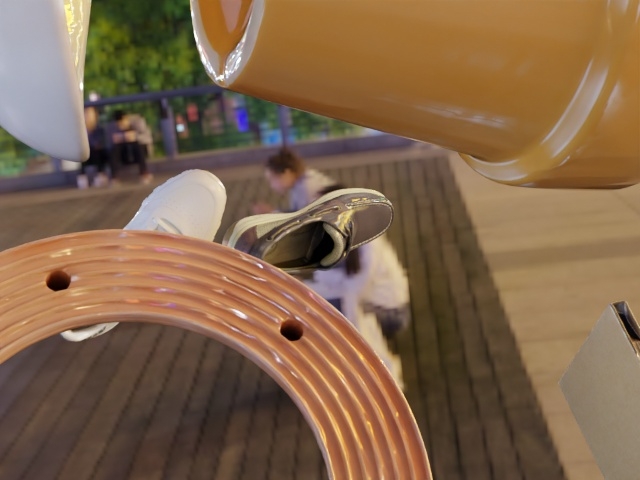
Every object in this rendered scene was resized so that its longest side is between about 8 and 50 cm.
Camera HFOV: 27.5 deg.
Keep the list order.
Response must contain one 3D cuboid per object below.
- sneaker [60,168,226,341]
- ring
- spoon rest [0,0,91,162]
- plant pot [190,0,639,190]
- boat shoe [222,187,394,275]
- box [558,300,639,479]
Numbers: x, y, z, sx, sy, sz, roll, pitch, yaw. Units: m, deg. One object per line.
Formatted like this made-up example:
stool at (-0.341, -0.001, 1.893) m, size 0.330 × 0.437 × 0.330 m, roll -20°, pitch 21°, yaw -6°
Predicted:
sneaker at (-0.189, 0.022, 1.403) m, size 0.235 × 0.090 × 0.095 m, roll -46°, pitch 7°, yaw 8°
ring at (-0.102, 0.143, 0.705) m, size 0.336 × 0.337 × 0.032 m, roll -10°, pitch -30°, yaw -17°
spoon rest at (-0.132, -0.132, 0.576) m, size 0.084 × 0.137 × 0.276 m, roll -15°, pitch 33°, yaw -15°
plant pot at (0.049, -0.126, 0.567) m, size 0.188 × 0.205 × 0.205 m, roll 1°, pitch 6°, yaw -21°
boat shoe at (0.000, 0.000, 0.978) m, size 0.152 × 0.056 × 0.049 m, roll -18°, pitch 32°, yaw -34°
box at (0.318, 0.176, 1.378) m, size 0.021 × 0.164 × 0.201 m, roll -16°, pitch -27°, yaw -15°
